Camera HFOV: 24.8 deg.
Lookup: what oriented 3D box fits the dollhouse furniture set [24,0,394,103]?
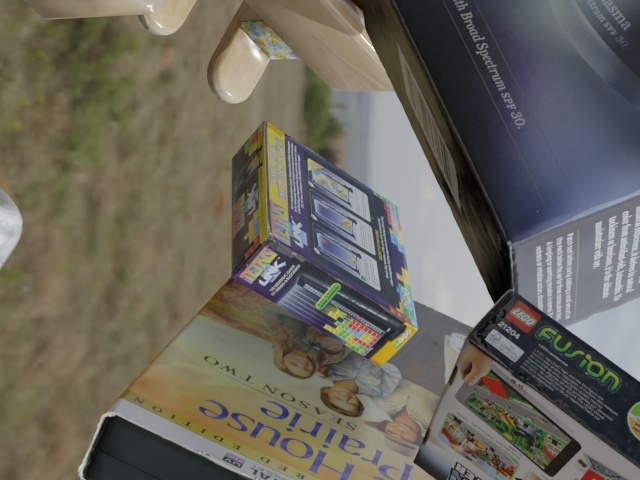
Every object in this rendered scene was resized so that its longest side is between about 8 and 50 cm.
[{"bbox_3d":[-0.074,-0.244,1.460,0.394,0.362,0.256,42,66,-39],"label":"dollhouse furniture set"}]

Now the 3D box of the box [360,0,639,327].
[{"bbox_3d":[0.203,-0.135,0.960,0.182,0.294,0.296,72,-4,-64],"label":"box"}]

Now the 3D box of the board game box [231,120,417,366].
[{"bbox_3d":[0.000,0.000,1.110,0.048,0.141,0.170,-49,-157,25],"label":"board game box"}]

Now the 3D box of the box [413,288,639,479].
[{"bbox_3d":[0.140,0.120,0.613,0.036,0.207,0.114,-43,162,-32],"label":"box"}]

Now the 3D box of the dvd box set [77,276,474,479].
[{"bbox_3d":[0.036,0.134,1.078,0.420,0.308,0.062,-49,164,-70],"label":"dvd box set"}]

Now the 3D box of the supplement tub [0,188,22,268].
[{"bbox_3d":[-0.355,0.062,0.944,0.316,0.194,0.193,-55,179,2],"label":"supplement tub"}]
